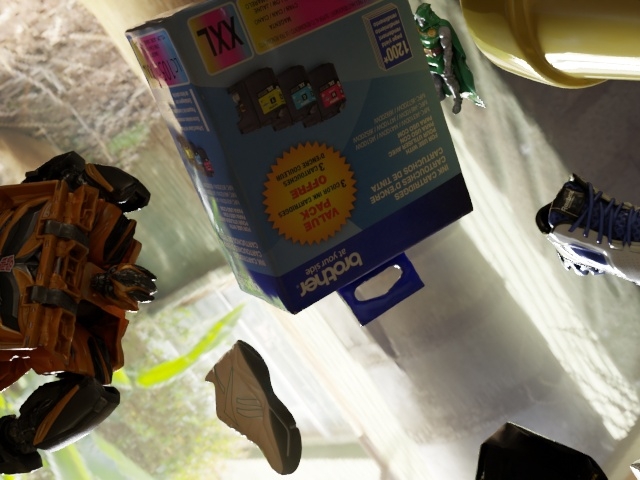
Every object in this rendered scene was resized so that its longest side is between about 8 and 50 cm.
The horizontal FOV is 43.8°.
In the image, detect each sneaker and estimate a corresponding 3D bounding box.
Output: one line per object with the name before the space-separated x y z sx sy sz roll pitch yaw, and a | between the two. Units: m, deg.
sneaker | 0.453 -0.012 1.229 0.316 0.182 0.127 6 -111 55
sneaker | -0.067 0.175 0.798 0.061 0.152 0.054 -39 143 11

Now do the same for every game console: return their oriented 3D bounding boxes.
game console | 0.254 0.424 0.999 0.044 0.361 0.213 8 180 -21

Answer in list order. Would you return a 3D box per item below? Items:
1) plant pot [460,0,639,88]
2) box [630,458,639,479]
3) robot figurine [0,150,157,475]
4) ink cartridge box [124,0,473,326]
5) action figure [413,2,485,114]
plant pot | 0.302 -0.256 0.753 0.254 0.254 0.239 -38 -143 -12
box | 0.546 0.364 1.196 0.101 0.102 0.087 -30 175 0
robot figurine | -0.239 0.042 0.508 0.291 0.211 0.085 -10 152 22
ink cartridge box | -0.001 -0.102 0.898 0.270 0.395 0.151 -30 -158 -21
action figure | 0.197 -0.313 1.359 0.137 0.232 0.063 20 -114 32
